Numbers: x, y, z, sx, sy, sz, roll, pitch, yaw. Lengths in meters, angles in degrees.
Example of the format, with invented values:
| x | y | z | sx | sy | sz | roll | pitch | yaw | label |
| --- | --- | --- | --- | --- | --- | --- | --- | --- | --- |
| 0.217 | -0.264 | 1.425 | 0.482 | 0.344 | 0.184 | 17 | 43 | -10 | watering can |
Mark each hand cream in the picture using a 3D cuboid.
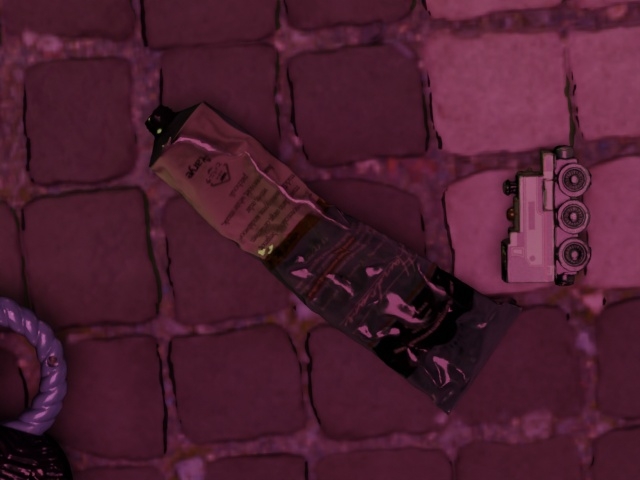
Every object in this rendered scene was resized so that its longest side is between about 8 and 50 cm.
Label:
| x | y | z | sx | sy | sz | roll | pitch | yaw | label |
| --- | --- | --- | --- | --- | --- | --- | --- | --- | --- |
| 0.000 | -0.001 | 1.018 | 0.248 | 0.052 | 0.075 | 35 | 118 | -10 | hand cream |

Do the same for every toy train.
| x | y | z | sx | sy | sz | roll | pitch | yaw | label |
| --- | --- | --- | --- | --- | --- | --- | --- | --- | --- |
| 0.132 | -0.014 | 1.017 | 0.053 | 0.033 | 0.083 | -2 | 96 | 4 | toy train |

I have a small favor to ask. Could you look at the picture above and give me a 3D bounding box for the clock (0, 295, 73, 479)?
| x | y | z | sx | sy | sz | roll | pitch | yaw | label |
| --- | --- | --- | --- | --- | --- | --- | --- | --- | --- |
| -0.237 | 0.118 | 1.000 | 0.195 | 0.100 | 0.194 | 11 | 97 | -9 | clock |
